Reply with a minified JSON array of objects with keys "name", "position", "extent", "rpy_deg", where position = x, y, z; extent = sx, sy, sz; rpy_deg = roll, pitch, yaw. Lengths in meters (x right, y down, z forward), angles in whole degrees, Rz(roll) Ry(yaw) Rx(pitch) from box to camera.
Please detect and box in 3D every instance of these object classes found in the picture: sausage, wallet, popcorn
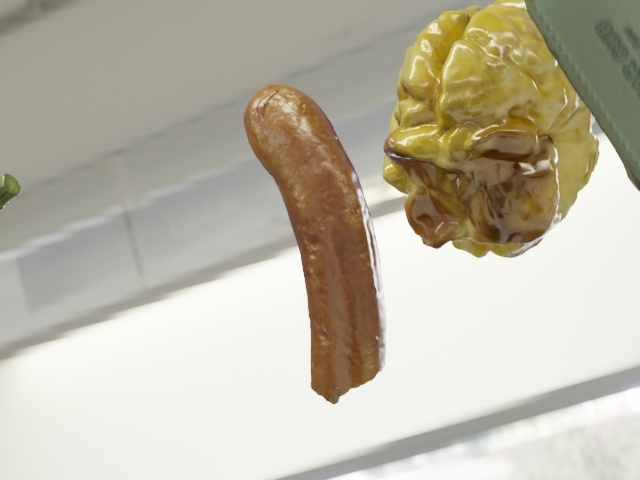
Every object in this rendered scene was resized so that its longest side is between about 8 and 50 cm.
[{"name":"sausage","position":[0.004,-0.002,1.846],"extent":[0.102,0.302,0.076],"rpy_deg":[-12,2,39]},{"name":"wallet","position":[0.355,-0.212,1.700],"extent":[0.360,0.252,0.083],"rpy_deg":[-31,2,37]},{"name":"popcorn","position":[0.191,-0.144,2.163],"extent":[0.225,0.332,0.265],"rpy_deg":[25,-16,42]}]

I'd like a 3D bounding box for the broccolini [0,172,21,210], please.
[{"name":"broccolini","position":[-0.354,-0.022,1.950],"extent":[0.068,0.091,0.202],"rpy_deg":[-20,-10,-29]}]
